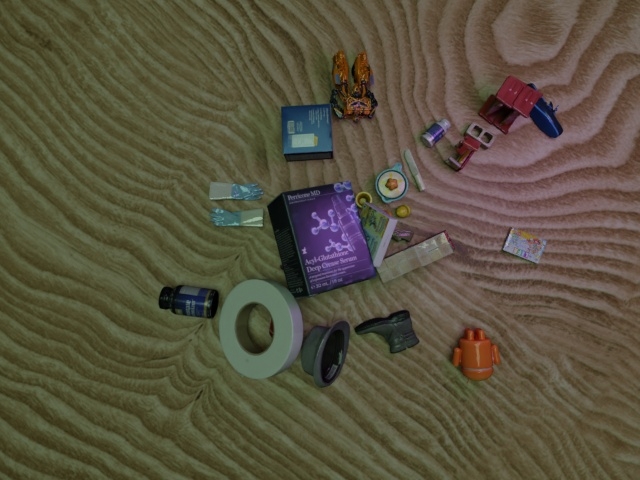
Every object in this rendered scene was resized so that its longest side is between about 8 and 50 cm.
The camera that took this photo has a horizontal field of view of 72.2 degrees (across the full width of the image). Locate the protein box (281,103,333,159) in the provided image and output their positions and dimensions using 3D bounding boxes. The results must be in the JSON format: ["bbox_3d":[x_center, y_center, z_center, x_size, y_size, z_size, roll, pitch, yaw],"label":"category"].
[{"bbox_3d":[-0.052,-0.444,1.817,0.202,0.136,0.199,-3,87,1],"label":"protein box"}]

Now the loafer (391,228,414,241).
[{"bbox_3d":[0.316,-0.021,1.830,0.148,0.056,0.050,4,81,2],"label":"loafer"}]

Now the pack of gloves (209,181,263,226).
[{"bbox_3d":[-0.356,-0.150,1.870,0.232,0.046,0.194,1,76,-2],"label":"pack of gloves"}]

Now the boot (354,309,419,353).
[{"bbox_3d":[0.275,0.395,1.805,0.247,0.083,0.161,-16,93,2],"label":"boot"}]

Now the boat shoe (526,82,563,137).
[{"bbox_3d":[0.927,-0.547,1.815,0.089,0.109,0.258,-35,89,-4],"label":"boat shoe"}]

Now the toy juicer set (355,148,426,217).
[{"bbox_3d":[0.322,-0.204,1.822,0.329,0.089,0.209,-43,87,-1],"label":"toy juicer set"}]

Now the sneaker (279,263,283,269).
[{"bbox_3d":[-0.083,0.143,1.826,0.186,0.069,0.083,10,83,3],"label":"sneaker"}]

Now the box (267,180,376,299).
[{"bbox_3d":[0.000,0.000,1.707,0.294,0.212,0.394,-14,86,-24],"label":"box"}]

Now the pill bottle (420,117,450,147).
[{"bbox_3d":[0.485,-0.453,1.839,0.120,0.067,0.067,-43,87,0],"label":"pill bottle"}]

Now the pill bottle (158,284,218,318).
[{"bbox_3d":[-0.541,0.249,1.807,0.220,0.123,0.122,7,88,2],"label":"pill bottle"}]

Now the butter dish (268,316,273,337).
[{"bbox_3d":[-0.136,0.332,1.796,0.119,0.160,0.159,8,92,-23],"label":"butter dish"}]

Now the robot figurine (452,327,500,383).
[{"bbox_3d":[0.624,0.466,1.768,0.158,0.128,0.219,-2,87,-34],"label":"robot figurine"}]

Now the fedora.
[{"bbox_3d":[0.008,0.440,1.761,0.125,0.244,0.275,11,95,31],"label":"fedora"}]

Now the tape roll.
[{"bbox_3d":[-0.241,0.345,1.726,0.393,0.072,0.391,-3,85,34],"label":"tape roll"}]

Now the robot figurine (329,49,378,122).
[{"bbox_3d":[0.136,-0.638,1.831,0.211,0.085,0.290,-5,84,-14],"label":"robot figurine"}]

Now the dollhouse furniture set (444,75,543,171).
[{"bbox_3d":[0.687,-0.442,1.767,0.152,0.201,0.374,35,88,3],"label":"dollhouse furniture set"}]

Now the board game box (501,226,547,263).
[{"bbox_3d":[0.849,0.021,1.830,0.154,0.026,0.103,22,89,2],"label":"board game box"}]

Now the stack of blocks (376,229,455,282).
[{"bbox_3d":[0.381,0.062,1.766,0.297,0.171,0.087,-26,86,18],"label":"stack of blocks"}]

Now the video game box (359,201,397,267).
[{"bbox_3d":[0.203,-0.025,1.739,0.048,0.187,0.205,5,111,-34],"label":"video game box"}]
